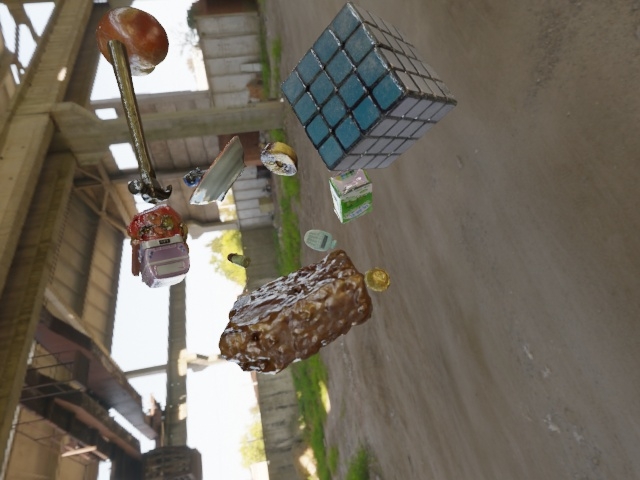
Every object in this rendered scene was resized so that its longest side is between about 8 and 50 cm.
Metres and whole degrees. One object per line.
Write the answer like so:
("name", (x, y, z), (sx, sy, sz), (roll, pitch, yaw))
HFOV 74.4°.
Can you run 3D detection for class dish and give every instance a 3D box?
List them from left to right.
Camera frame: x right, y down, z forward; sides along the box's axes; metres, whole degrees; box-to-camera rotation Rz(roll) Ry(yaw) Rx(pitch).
("dish", (-0.306, -0.201, 1.334), (0.260, 0.085, 0.260), (-50, 13, 16))

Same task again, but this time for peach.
("peach", (-0.706, -0.749, 1.582), (0.252, 0.253, 0.252), (171, 90, -81))

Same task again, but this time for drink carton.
("drink carton", (0.133, -0.192, 1.818), (0.271, 0.161, 0.108), (75, 170, -65))

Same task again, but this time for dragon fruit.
("dragon fruit", (-0.715, -0.008, 1.912), (0.269, 0.250, 0.291), (1, 112, 49))

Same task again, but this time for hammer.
("hammer", (-0.463, -0.299, 1.052), (0.168, 0.044, 0.439), (47, -154, -81))

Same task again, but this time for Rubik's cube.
("Rubik's cube", (0.148, -0.449, 1.311), (0.344, 0.344, 0.337), (-42, 72, 37))

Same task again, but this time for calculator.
("calculator", (0.000, 0.000, 1.940), (0.021, 0.153, 0.095), (-108, 35, -69))

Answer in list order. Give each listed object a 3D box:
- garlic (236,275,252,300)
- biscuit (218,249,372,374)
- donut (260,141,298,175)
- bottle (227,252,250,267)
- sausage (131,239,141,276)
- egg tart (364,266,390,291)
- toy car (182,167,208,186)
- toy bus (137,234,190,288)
("garlic", (-0.216, 0.228, 1.399), (0.198, 0.128, 0.090), (47, 150, 1))
("biscuit", (-0.057, 0.190, 1.150), (0.166, 0.395, 0.342), (63, -179, -13))
("donut", (-0.174, -0.359, 1.843), (0.184, 0.166, 0.073), (48, -131, -52))
("bottle", (-0.315, 0.070, 1.603), (0.101, 0.047, 0.063), (15, 124, 35))
("sausage", (-0.643, 0.061, 1.472), (0.035, 0.030, 0.147), (-97, 19, -63))
("egg tart", (0.277, 0.183, 2.023), (0.049, 0.129, 0.128), (106, 154, -63))
("toy car", (-0.436, -0.249, 1.680), (0.103, 0.216, 0.063), (-80, -13, -62))
("toy bus", (-0.520, 0.074, 1.394), (0.202, 0.142, 0.142), (-32, 75, 58))
